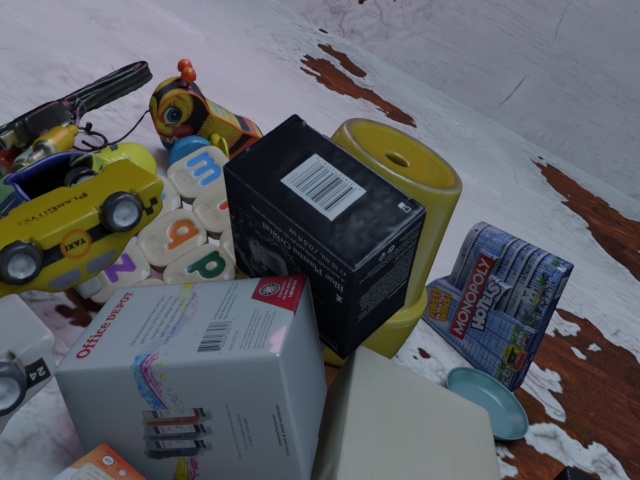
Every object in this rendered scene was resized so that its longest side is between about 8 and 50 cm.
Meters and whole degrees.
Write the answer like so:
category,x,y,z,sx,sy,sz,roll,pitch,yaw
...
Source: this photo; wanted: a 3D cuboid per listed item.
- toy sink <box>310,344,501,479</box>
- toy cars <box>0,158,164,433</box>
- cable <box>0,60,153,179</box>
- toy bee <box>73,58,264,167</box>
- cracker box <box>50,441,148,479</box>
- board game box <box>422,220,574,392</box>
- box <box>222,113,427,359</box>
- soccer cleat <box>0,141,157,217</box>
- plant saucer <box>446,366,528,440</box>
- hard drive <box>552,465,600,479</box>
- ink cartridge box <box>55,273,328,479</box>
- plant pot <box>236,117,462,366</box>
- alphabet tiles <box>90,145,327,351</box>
category,x,y,z,sx,sy,sz,roll,pitch,yaw
toy sink,0.059,0.227,0.603,0.152,0.131,0.234,27,22,-5
toy cars,-0.244,0.063,0.543,0.176,0.087,0.394,-4,33,14
cable,-0.320,-0.146,0.886,0.072,0.139,0.287,67,31,-20
toy bee,-0.182,-0.168,1.013,0.298,0.162,0.195,-7,46,-49
cracker box,-0.165,0.246,0.423,0.155,0.067,0.232,36,28,13
board game box,0.225,0.082,0.991,0.194,0.194,0.060,29,22,31
box,0.000,0.000,0.640,0.156,0.158,0.093,39,62,23
soccer cleat,-0.257,-0.060,0.781,0.093,0.121,0.289,47,30,-2
plant saucer,0.207,0.211,0.889,0.119,0.021,0.119,22,27,-12
hard drive,0.392,0.398,0.704,0.338,0.064,0.237,26,27,-4
ink cartridge box,-0.095,0.115,0.572,0.176,0.128,0.128,-4,25,11
plant pot,0.046,-0.012,0.879,0.253,0.239,0.254,22,28,-12
alphabet tiles,-0.098,0.021,0.741,0.278,0.021,0.284,-33,63,-15
